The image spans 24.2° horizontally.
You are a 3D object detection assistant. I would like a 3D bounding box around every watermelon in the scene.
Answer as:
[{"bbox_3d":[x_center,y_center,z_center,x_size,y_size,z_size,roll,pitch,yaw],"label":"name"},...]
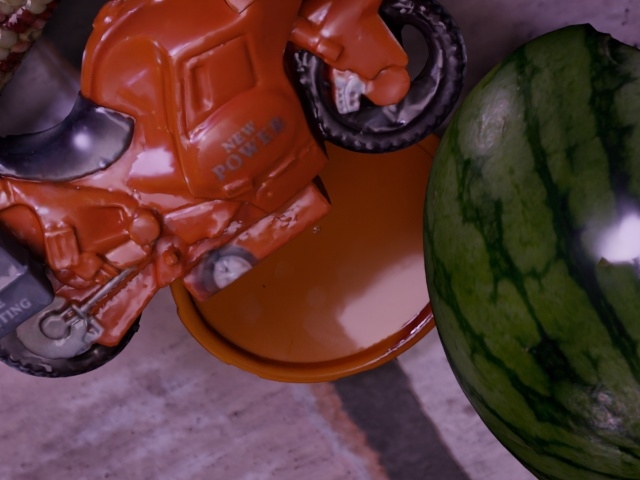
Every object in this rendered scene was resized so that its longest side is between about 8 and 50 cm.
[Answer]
[{"bbox_3d":[0.192,0.059,0.785,0.330,0.189,0.331,14,136,14],"label":"watermelon"}]

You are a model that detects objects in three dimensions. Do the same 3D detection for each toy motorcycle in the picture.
[{"bbox_3d":[-0.098,-0.067,0.773,0.325,0.148,0.221,-36,115,7],"label":"toy motorcycle"}]

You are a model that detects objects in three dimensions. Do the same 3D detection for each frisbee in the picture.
[{"bbox_3d":[0.000,0.000,0.897,0.192,0.035,0.192,-6,120,-10],"label":"frisbee"}]

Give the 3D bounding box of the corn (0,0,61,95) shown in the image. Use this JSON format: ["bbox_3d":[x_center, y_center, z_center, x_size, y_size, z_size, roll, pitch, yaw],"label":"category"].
[{"bbox_3d":[-0.193,-0.132,0.826,0.086,0.086,0.253,37,112,-14],"label":"corn"}]
